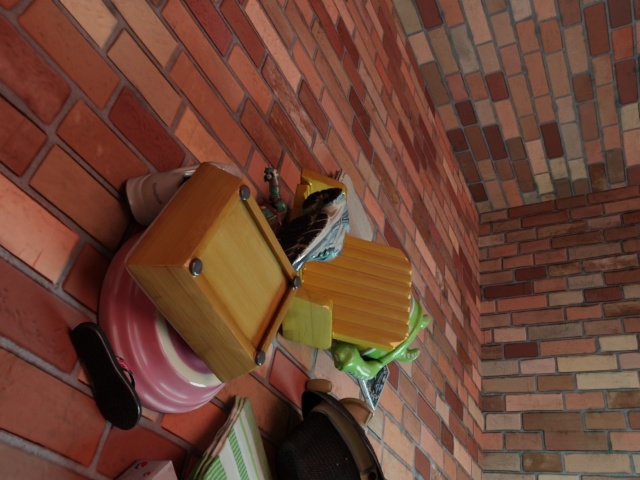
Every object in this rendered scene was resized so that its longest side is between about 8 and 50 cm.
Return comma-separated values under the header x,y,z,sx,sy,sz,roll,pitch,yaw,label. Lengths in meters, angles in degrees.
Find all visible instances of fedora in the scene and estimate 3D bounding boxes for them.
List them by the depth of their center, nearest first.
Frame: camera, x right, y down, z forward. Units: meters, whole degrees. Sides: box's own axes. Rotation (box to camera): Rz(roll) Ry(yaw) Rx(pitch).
x,y,z,sx,sy,sz,roll,pitch,yaw,label
0.001,0.494,1.172,0.153,0.334,0.333,-23,103,-29,fedora

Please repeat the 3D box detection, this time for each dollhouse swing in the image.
x,y,z,sx,sy,sz,roll,pitch,yaw,label
0.081,0.061,1.318,0.315,0.305,0.346,90,8,-55,dollhouse swing

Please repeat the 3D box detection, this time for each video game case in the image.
x,y,z,sx,sy,sz,roll,pitch,yaw,label
0.159,0.399,1.708,0.190,0.022,0.173,-51,125,-58,video game case

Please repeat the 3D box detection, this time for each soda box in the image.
x,y,z,sx,sy,sz,roll,pitch,yaw,label
-0.243,0.448,0.837,0.069,0.074,0.216,-32,110,-62,soda box

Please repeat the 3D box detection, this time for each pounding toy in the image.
x,y,z,sx,sy,sz,roll,pitch,yaw,label
0.074,0.456,1.369,0.155,0.154,0.269,-44,120,-59,pounding toy

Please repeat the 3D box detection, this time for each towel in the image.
x,y,z,sx,sy,sz,roll,pitch,yaw,label
-0.152,0.452,0.972,0.325,0.038,0.247,-59,135,-76,towel
0.086,-0.064,1.705,0.282,0.049,0.187,64,32,-30,towel

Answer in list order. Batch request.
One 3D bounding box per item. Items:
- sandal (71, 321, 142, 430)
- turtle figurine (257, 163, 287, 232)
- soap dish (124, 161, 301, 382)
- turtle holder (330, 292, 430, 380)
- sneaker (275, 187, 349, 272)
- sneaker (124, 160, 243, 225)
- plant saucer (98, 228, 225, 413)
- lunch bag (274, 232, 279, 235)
x,y,z,sx,sy,sz,roll,pitch,yaw,label
-0.308,0.198,0.817,0.040,0.067,0.179,-51,124,-71,sandal
-0.127,-0.063,1.111,0.118,0.175,0.234,43,27,4,turtle figurine
-0.153,0.055,0.884,0.290,0.118,0.229,64,38,-37,soap dish
0.127,0.230,1.520,0.320,0.243,0.227,-44,110,-17,turtle holder
0.000,0.000,1.125,0.283,0.110,0.122,-53,127,-49,sneaker
-0.219,-0.094,1.024,0.297,0.129,0.111,-35,110,-62,sneaker
-0.230,0.131,0.970,0.332,0.084,0.332,35,50,-55,plant saucer
-0.120,0.031,1.236,0.053,0.071,0.083,-34,112,-59,lunch bag
